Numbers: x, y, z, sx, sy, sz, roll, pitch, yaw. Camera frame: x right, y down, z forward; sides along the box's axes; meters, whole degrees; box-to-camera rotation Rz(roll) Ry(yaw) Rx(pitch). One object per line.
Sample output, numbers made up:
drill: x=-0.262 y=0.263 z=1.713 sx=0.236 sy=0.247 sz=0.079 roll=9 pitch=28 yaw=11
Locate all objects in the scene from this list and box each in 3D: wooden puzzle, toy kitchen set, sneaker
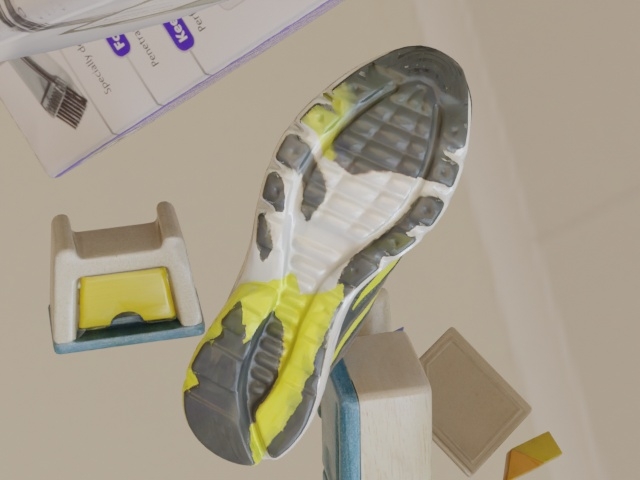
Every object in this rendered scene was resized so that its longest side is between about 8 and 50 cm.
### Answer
wooden puzzle: x=0.079 y=0.093 z=1.101 sx=0.116 sy=0.078 sz=0.014 roll=51 pitch=-41 yaw=8
toy kitchen set: x=-0.047 y=0.078 z=0.986 sx=0.207 sy=0.166 sz=0.122 roll=-112 pitch=-163 yaw=-58
sneaker: x=0.000 y=0.000 z=0.356 sx=0.083 sy=0.031 sz=0.035 roll=-58 pitch=-179 yaw=13

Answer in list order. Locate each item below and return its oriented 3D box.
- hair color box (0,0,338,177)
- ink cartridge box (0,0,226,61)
hair color box: x=-0.065 y=-0.186 z=1.022 sx=0.339 sy=0.110 sz=0.185 roll=-27 pitch=-84 yaw=42
ink cartridge box: x=-0.051 y=-0.166 z=0.536 sx=0.273 sy=0.114 sz=0.198 roll=-6 pitch=-81 yaw=60
